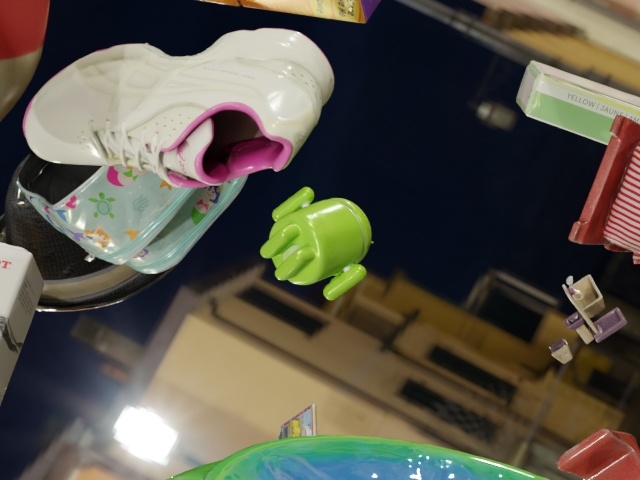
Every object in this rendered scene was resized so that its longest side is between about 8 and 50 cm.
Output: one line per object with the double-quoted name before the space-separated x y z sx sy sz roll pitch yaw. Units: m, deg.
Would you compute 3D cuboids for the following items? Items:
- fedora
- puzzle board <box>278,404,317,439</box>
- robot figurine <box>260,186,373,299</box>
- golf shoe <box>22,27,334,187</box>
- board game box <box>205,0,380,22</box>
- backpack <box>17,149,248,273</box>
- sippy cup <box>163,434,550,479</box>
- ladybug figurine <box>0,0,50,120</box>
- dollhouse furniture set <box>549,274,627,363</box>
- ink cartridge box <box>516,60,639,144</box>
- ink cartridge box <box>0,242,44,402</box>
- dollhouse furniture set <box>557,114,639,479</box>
"fedora" -0.334 -0.052 2.134 0.334 0.334 0.152 -54 -30 -41
"puzzle board" -0.019 0.209 1.263 0.096 0.011 0.128 132 138 -66
"robot figurine" 0.000 0.000 1.367 0.115 0.101 0.067 -22 -18 -47
"golf shoe" -0.142 -0.107 1.372 0.140 0.306 0.115 -80 -28 -44
"board game box" -0.062 -0.532 1.845 0.356 0.356 0.356 -59 -31 -32
"backpack" -0.194 -0.080 1.615 0.225 0.191 0.253 -49 17 -8
"sippy cup" 0.035 0.237 0.707 0.305 0.240 0.224 -140 60 -63
"ladybug figurine" -0.308 -0.270 1.146 0.305 0.162 0.449 -55 -37 -68
"dollhouse furniture set" 0.282 0.068 1.749 0.091 0.081 0.114 -35 22 11
"ink cartridge box" 0.293 -0.121 1.518 0.235 0.171 0.056 -79 9 -76
"ink cartridge box" -0.457 0.116 1.833 0.100 0.172 0.237 86 -161 -64
"dollhouse furniture set" 0.307 0.105 1.310 0.152 0.201 0.374 6 -76 -55
